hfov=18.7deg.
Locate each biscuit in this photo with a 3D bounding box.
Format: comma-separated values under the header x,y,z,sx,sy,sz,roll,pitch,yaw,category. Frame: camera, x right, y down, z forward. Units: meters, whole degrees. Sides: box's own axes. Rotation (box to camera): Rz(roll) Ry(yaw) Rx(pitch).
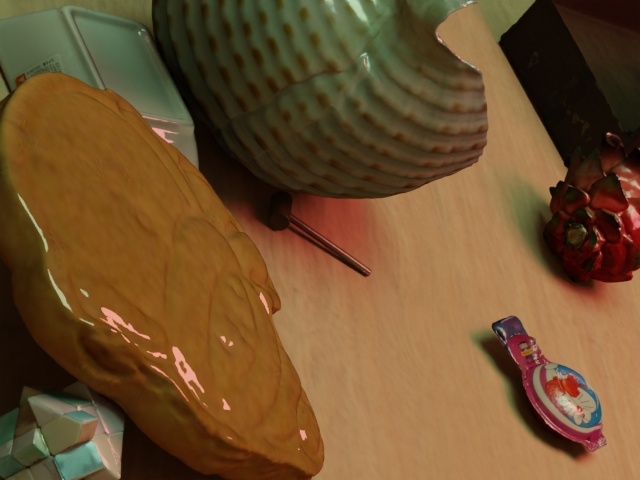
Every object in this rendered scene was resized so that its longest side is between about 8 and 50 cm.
x,y,z,sx,sy,sz,roll,pitch,yaw,category
-0.112,0.023,1.383,0.351,0.057,0.312,46,22,-32,biscuit

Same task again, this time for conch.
x,y,z,sx,sy,sz,roll,pitch,yaw,category
-0.010,-0.153,1.644,0.319,0.215,0.303,38,-21,59,conch

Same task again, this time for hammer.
x,y,z,sx,sy,sz,roll,pitch,yaw,category
0.000,0.000,1.684,0.110,0.019,0.035,37,30,-20,hammer

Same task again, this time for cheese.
x,y,z,sx,sy,sz,roll,pitch,yaw,category
0.204,0.127,1.728,0.145,0.038,0.095,52,32,16,cheese

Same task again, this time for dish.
x,y,z,sx,sy,sz,roll,pitch,yaw,category
-0.163,-0.104,1.578,0.154,0.064,0.234,8,45,-45,dish

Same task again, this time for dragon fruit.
x,y,z,sx,sy,sz,roll,pitch,yaw,category
0.280,-0.025,1.932,0.121,0.130,0.142,51,53,-62,dragon fruit

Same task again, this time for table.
x,y,z,sx,sy,sz,roll,pitch,yaw,category
0.392,-0.212,2.137,0.196,0.282,0.250,13,40,-39,table

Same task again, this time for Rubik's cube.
x,y,z,sx,sy,sz,roll,pitch,yaw,category
-0.172,0.129,1.252,0.073,0.075,0.084,47,10,-30,Rubik's cube
